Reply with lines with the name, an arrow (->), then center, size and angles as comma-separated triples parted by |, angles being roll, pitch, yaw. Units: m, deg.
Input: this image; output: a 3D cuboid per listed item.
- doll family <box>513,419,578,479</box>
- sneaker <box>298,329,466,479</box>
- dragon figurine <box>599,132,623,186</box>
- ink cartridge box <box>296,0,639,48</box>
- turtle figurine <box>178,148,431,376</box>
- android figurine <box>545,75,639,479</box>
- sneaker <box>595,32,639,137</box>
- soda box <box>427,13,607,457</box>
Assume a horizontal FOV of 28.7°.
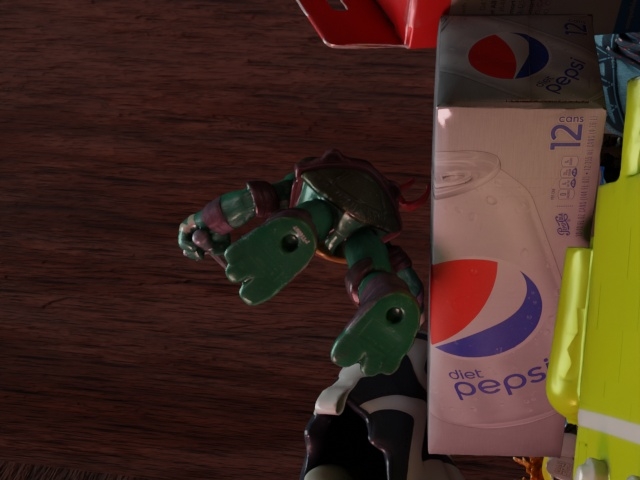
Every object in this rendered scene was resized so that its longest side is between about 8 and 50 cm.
doll family -> 0.268, 0.191, 1.328 | 0.163, 0.118, 0.263 | 66, -150, -69
sneaker -> 0.045, 0.192, 0.893 | 0.153, 0.094, 0.235 | -26, -66, -54
dragon figurine -> 0.206, 0.007, 0.801 | 0.289, 0.085, 0.144 | -54, -32, -73
ink cartridge box -> 0.097, -0.186, 0.771 | 0.134, 0.231, 0.078 | -118, 27, -47
turtle figurine -> 0.000, 0.000, 0.797 | 0.234, 0.175, 0.118 | -96, 25, -76
android figurine -> 0.159, 0.053, 0.572 | 0.248, 0.056, 0.272 | 165, 112, -85
sneaker -> 0.228, -0.171, 0.880 | 0.125, 0.104, 0.261 | -75, -14, -52
soda box -> 0.112, 0.007, 0.767 | 0.098, 0.091, 0.286 | -83, -7, -48
